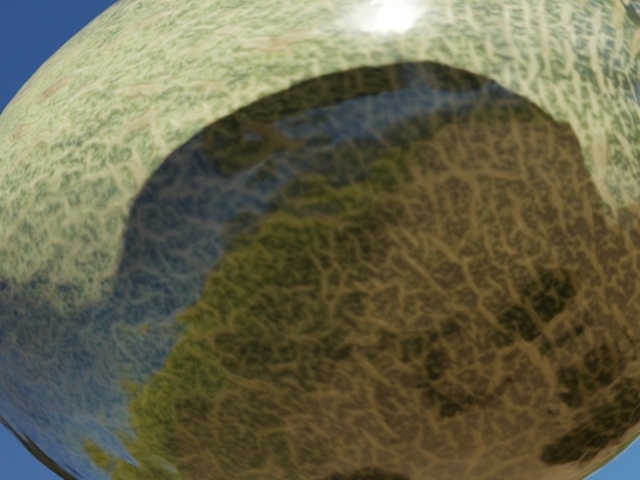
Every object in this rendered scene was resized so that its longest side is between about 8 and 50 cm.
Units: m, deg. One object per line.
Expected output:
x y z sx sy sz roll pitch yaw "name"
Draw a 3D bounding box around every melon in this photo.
0.000 0.000 0.554 0.329 0.248 0.248 -12 -13 32 "melon"
